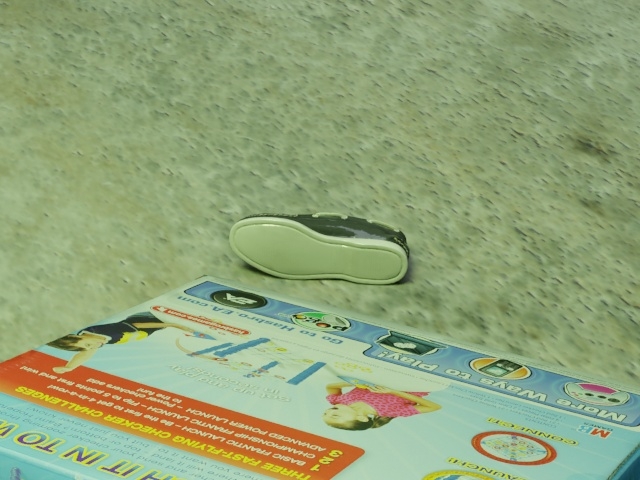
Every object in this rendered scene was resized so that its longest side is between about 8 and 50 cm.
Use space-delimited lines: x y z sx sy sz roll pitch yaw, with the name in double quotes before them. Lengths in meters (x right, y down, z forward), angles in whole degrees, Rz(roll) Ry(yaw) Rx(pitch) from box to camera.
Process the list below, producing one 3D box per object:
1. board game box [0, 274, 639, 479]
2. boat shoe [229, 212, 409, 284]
"board game box" -0.005 0.121 0.853 0.308 0.086 0.302 14 17 24
"boat shoe" 0.000 0.000 1.169 0.125 0.046 0.038 6 33 1
